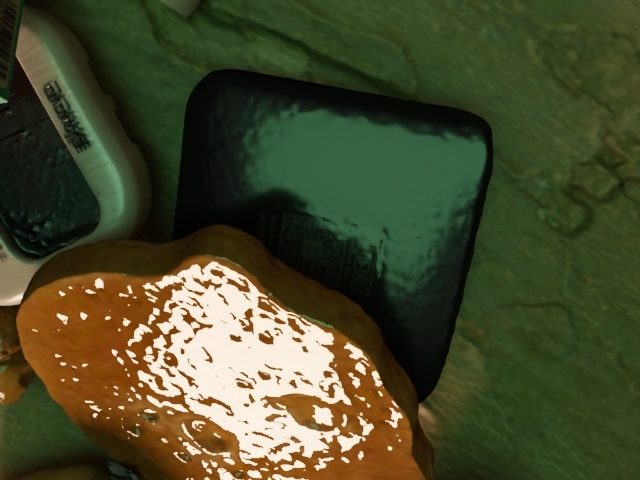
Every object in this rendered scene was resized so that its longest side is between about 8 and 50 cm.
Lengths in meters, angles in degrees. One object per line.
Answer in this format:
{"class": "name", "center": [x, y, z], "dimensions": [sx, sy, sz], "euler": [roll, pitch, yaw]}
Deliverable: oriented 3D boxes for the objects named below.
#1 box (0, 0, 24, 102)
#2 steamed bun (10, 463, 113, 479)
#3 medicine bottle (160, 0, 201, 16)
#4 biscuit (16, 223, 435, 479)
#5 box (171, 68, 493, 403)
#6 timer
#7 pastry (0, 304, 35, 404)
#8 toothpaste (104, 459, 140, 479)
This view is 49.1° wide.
{"class": "box", "center": [-0.322, -0.219, 0.598], "dimensions": [0.162, 0.041, 0.229], "euler": [-4, 75, 20]}
{"class": "steamed bun", "center": [-0.296, 0.400, 0.776], "dimensions": [0.232, 0.166, 0.273], "euler": [-16, 103, 11]}
{"class": "medicine bottle", "center": [-0.112, -0.251, 0.619], "dimensions": [0.058, 0.058, 0.091], "euler": [39, 107, -4]}
{"class": "biscuit", "center": [-0.090, 0.144, 0.669], "dimensions": [0.365, 0.062, 0.385], "euler": [-16, 122, 29]}
{"class": "box", "center": [0.000, 0.000, 0.669], "dimensions": [0.289, 0.073, 0.290], "euler": [11, 108, 5]}
{"class": "timer", "center": [-0.297, -0.078, 0.678], "dimensions": [0.237, 0.087, 0.262], "euler": [-25, 99, 13]}
{"class": "pastry", "center": [-0.373, 0.111, 0.750], "dimensions": [0.153, 0.081, 0.153], "euler": [1, 96, 10]}
{"class": "toothpaste", "center": [-0.188, 0.305, 0.785], "dimensions": [0.045, 0.028, 0.170], "euler": [7, 131, 39]}
